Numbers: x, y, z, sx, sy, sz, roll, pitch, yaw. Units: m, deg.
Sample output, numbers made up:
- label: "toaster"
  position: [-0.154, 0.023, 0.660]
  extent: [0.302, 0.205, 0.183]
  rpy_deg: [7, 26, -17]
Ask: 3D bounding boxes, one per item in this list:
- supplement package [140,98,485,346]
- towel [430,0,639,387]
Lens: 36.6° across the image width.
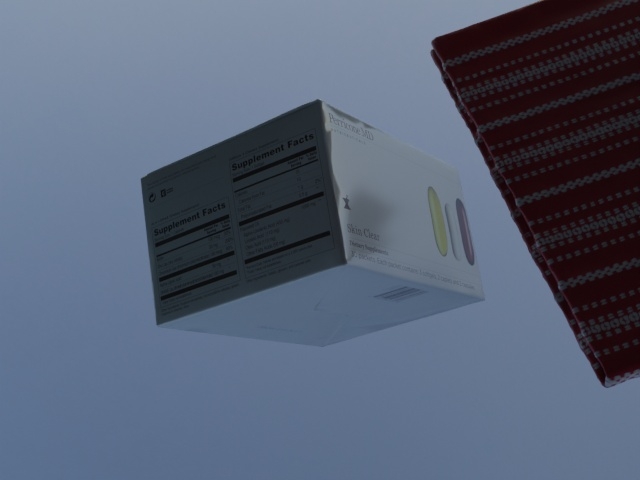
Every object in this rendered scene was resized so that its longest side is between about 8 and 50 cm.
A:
- label: "supplement package"
  position: [0.000, 0.000, 0.908]
  extent: [0.204, 0.262, 0.145]
  rpy_deg: [-20, -109, 30]
- label: "towel"
  position: [0.198, -0.059, 0.567]
  extent: [0.198, 0.031, 0.275]
  rpy_deg: [-20, -126, 2]
